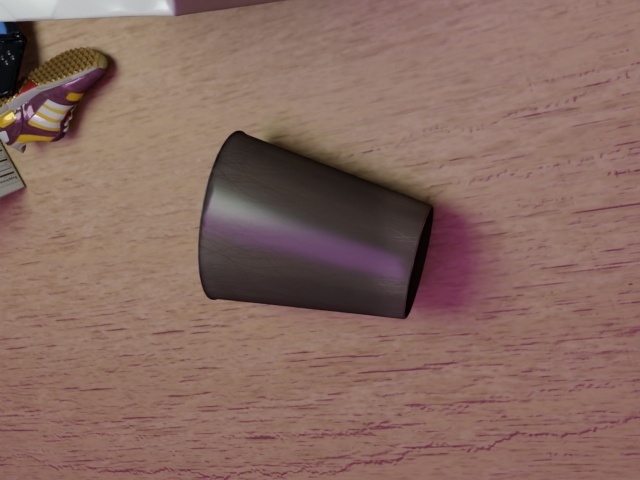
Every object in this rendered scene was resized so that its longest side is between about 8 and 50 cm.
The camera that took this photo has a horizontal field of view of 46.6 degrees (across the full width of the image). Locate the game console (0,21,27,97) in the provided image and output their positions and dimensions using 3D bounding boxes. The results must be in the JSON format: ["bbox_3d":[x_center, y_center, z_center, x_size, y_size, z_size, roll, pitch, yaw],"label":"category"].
[{"bbox_3d":[-0.445,-0.244,0.901,0.144,0.085,0.124,1,72,12],"label":"game console"}]

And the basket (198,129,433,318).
[{"bbox_3d":[0.000,0.000,0.826,0.227,0.154,0.204,14,117,13],"label":"basket"}]

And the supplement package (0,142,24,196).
[{"bbox_3d":[-0.561,-0.112,1.009,0.194,0.149,0.203,-20,101,28],"label":"supplement package"}]

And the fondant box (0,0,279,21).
[{"bbox_3d":[-0.155,-0.259,0.675,0.239,0.330,0.096,5,113,20],"label":"fondant box"}]

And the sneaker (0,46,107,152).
[{"bbox_3d":[-0.334,-0.176,0.944,0.186,0.069,0.084,-20,134,17],"label":"sneaker"}]
